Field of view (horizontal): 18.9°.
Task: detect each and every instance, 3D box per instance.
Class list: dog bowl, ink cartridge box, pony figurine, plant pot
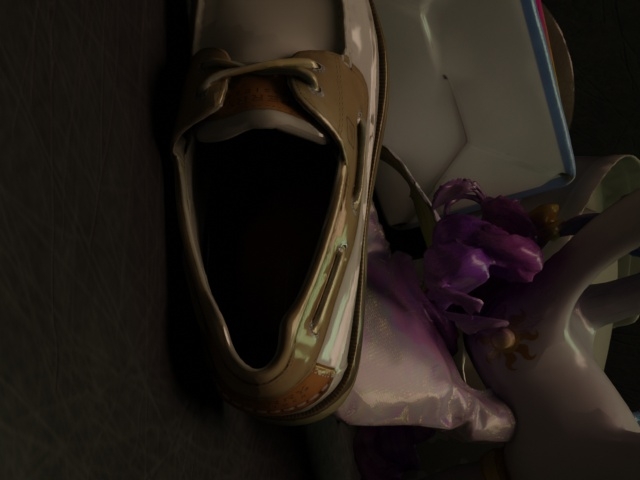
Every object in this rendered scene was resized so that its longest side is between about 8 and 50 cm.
[{"bbox_3d":[0.156,0.094,1.486,0.349,0.102,0.348,14,90,-68],"label":"dog bowl"},{"bbox_3d":[0.070,-0.248,1.423,0.395,0.151,0.270,-97,170,-45],"label":"ink cartridge box"},{"bbox_3d":[0.121,0.068,1.157,0.303,0.363,0.351,-14,83,-64],"label":"pony figurine"},{"bbox_3d":[0.063,-0.040,1.491,0.079,0.083,0.083,-104,177,-58],"label":"plant pot"}]

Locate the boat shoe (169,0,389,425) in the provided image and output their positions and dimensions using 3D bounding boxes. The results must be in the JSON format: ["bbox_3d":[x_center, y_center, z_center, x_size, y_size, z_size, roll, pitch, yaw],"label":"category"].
[{"bbox_3d":[-0.021,-0.058,1.016,0.103,0.113,0.302,55,29,-75],"label":"boat shoe"}]

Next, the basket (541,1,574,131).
[{"bbox_3d":[0.131,-0.109,1.662,0.227,0.154,0.204,-51,138,-69],"label":"basket"}]
